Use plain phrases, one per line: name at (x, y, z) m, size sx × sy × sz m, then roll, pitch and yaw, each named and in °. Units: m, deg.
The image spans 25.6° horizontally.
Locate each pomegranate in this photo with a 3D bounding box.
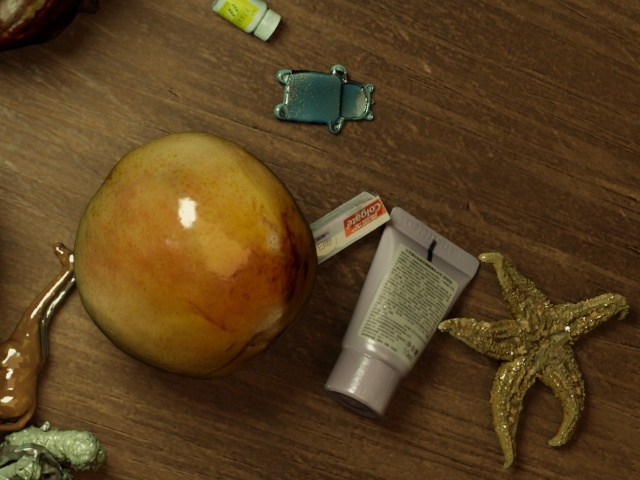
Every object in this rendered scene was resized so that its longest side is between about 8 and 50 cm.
pomegranate at (-0.160, 0.009, 1.751) m, size 0.319 × 0.319 × 0.319 m, roll -1°, pitch 95°, yaw -15°

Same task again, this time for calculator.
calculator at (0.006, -0.192, 1.904) m, size 0.141 × 0.019 × 0.094 m, roll 3°, pitch 94°, yaw -17°

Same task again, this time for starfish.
starfish at (0.287, 0.150, 1.987) m, size 0.302 × 0.060 × 0.299 m, roll 41°, pitch 87°, yaw -23°

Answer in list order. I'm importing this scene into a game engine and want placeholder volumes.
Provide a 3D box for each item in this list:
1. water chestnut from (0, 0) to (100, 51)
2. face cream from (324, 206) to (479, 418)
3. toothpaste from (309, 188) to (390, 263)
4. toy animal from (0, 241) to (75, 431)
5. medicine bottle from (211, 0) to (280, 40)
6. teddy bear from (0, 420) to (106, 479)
water chestnut at (-0.362, -0.360, 1.665) m, size 0.335 × 0.335 × 0.347 m, roll -54°, pitch 135°, yaw -5°
face cream at (0.103, 0.104, 1.928) m, size 0.154 × 0.096 × 0.274 m, roll 33°, pitch 73°, yaw -13°
toothpaste at (0.000, 0.000, 1.909) m, size 0.196 × 0.040 × 0.047 m, roll -32°, pitch 104°, yaw -11°
toy animal at (-0.391, 0.129, 1.805) m, size 0.230 × 0.066 × 0.224 m, roll -14°, pitch 79°, yaw -4°
medicine bottle at (-0.097, -0.301, 1.851) m, size 0.083 × 0.047 × 0.047 m, roll 32°, pitch 86°, yaw -15°
teddy bear at (-0.381, 0.296, 1.788) m, size 0.213 × 0.133 × 0.111 m, roll -36°, pitch 76°, yaw -18°
